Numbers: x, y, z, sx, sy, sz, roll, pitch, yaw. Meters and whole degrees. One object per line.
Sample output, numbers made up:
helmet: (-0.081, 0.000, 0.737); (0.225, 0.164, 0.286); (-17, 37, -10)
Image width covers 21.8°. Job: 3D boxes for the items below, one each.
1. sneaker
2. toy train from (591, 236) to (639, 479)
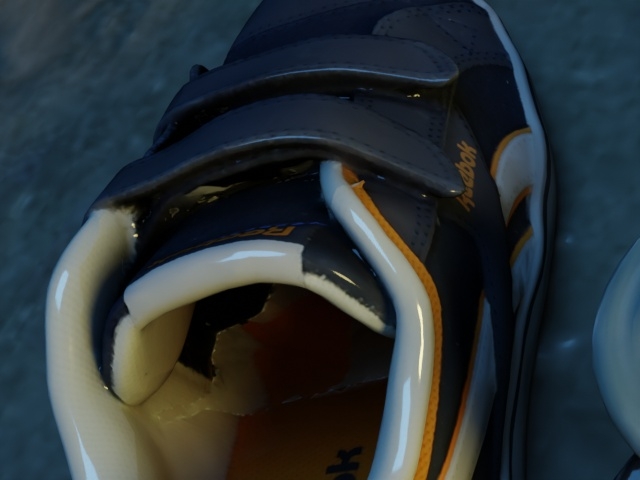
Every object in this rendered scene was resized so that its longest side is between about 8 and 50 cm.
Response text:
sneaker: (0.000, 0.000, 0.504); (0.126, 0.127, 0.321); (-19, 46, 20)
toy train: (0.207, 0.005, 0.370); (0.190, 0.142, 0.334); (36, 79, 34)
